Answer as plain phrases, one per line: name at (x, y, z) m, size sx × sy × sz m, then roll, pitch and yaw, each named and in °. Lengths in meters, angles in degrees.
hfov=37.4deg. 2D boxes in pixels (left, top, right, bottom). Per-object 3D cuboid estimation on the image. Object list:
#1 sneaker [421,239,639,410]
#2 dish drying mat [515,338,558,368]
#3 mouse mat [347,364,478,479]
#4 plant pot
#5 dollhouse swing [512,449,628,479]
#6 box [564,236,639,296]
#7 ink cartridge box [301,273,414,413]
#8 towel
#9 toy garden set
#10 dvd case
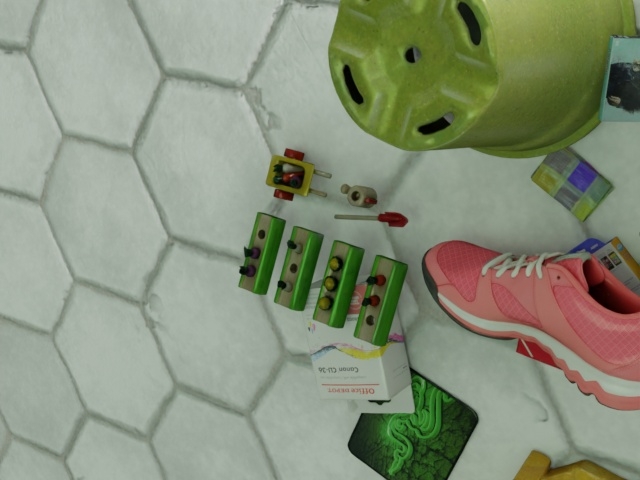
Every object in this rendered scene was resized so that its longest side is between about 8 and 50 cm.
sneaker at (0.256, 0.053, 1.050) m, size 0.314 × 0.116 × 0.136 m, roll 29°, pitch 132°, yaw 31°
dish drying mat at (0.280, 0.138, 1.155) m, size 0.083 × 0.008 × 0.032 m, roll 20°, pitch 116°, yaw 27°
mouse mat at (0.123, 0.268, 1.311) m, size 0.153 × 0.007 × 0.189 m, roll 32°, pitch 121°, yaw 21°
plant pot at (0.149, -0.199, 0.963) m, size 0.276 × 0.254 × 0.275 m, roll 10°, pitch 109°, yaw 31°
dollhouse swing at (0.303, 0.490, 1.078) m, size 0.347 × 0.305 × 0.315 m, roll 26°, pitch 120°, yaw 27°
box at (0.335, 0.060, 1.079) m, size 0.081 × 0.028 × 0.136 m, roll -40°, pitch 80°, yaw 37°
ink cartridge box at (0.050, 0.150, 1.274) m, size 0.115 × 0.067 × 0.198 m, roll -7°, pitch 99°, yaw 35°
towel at (0.285, -0.067, 1.078) m, size 0.083 × 0.009 × 0.060 m, roll 44°, pitch 125°, yaw 14°
toy garden set at (0.000, 0.000, 1.219) m, size 0.244 × 0.049 × 0.203 m, roll 20°, pitch 98°, yaw 35°
dvd case at (0.346, -0.162, 0.957) m, size 0.120 × 0.013 × 0.087 m, roll 0°, pitch 111°, yaw -6°
